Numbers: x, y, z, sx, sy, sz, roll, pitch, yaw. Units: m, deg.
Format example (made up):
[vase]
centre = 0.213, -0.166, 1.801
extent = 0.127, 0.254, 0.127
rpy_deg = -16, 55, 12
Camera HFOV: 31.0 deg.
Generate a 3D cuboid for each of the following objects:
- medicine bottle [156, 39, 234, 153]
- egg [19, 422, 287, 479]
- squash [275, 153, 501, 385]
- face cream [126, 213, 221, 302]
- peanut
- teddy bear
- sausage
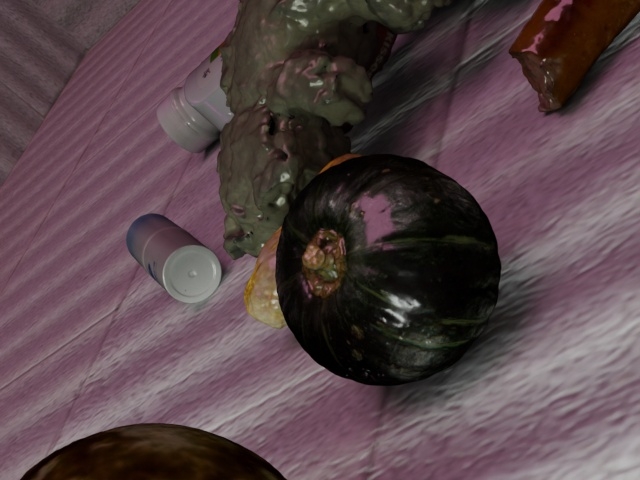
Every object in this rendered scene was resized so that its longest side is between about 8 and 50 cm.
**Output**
[medicine bottle]
centre = -0.125, -0.268, 1.826
extent = 0.296, 0.111, 0.161
rpy_deg = -40, 23, 25
[egg]
centre = -0.101, 0.239, 0.739
extent = 0.289, 0.238, 0.238
rpy_deg = -2, 50, 57
[squash]
centre = 0.051, 0.022, 0.911
extent = 0.193, 0.155, 0.193
rpy_deg = 175, 90, -70
[face cream]
centre = -0.198, 0.019, 1.522
extent = 0.077, 0.077, 0.250
rpy_deg = -51, 21, -4
[peanut]
centre = 0.000, 0.000, 1.158
extent = 0.207, 0.087, 0.087
rpy_deg = -54, 22, -17
[teddy bear]
centre = -0.012, -0.149, 1.317
extent = 0.357, 0.224, 0.368
rpy_deg = 166, 115, -77
[sausage]
centre = 0.283, -0.245, 1.030
extent = 0.302, 0.076, 0.103
rpy_deg = -46, 30, 11
